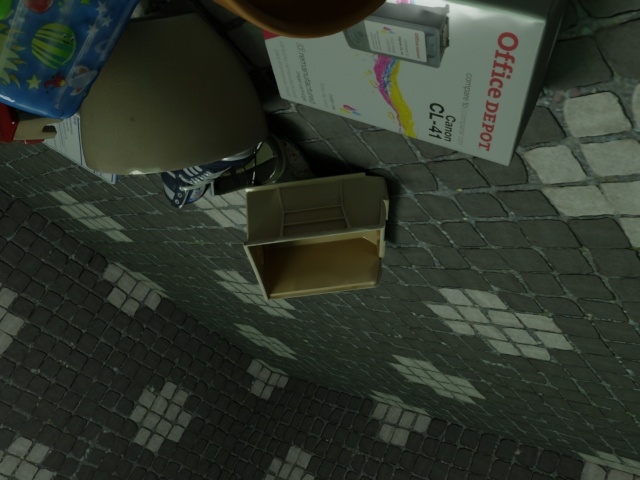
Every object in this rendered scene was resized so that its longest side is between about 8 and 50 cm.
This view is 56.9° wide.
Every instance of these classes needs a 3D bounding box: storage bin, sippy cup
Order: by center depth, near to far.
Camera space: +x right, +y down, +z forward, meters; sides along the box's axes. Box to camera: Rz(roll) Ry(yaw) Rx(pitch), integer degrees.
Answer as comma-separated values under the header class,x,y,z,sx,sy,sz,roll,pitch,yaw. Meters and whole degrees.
class,x,y,z,sx,sy,sz,roll,pitch,yaw
sippy cup,-0.336,-0.272,0.689,0.240,0.224,0.305,25,-173,20
storage bin,0.000,0.000,1.142,0.260,0.123,0.262,-7,153,1

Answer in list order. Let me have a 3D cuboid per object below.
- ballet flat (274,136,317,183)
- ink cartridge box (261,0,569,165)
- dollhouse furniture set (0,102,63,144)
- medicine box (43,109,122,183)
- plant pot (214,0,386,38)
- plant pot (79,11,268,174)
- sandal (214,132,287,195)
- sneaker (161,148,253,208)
class,x,y,z,sx,sy,sz,roll,pitch,yaw
ballet flat,-0.047,-0.100,1.168,0.091,0.077,0.241,17,155,30
ink cartridge box,0.093,-0.231,0.646,0.306,0.131,0.226,22,157,18
dollhouse furniture set,-0.531,-0.300,0.889,0.201,0.152,0.374,-31,76,51
medicine box,-0.496,-0.282,1.189,0.289,0.149,0.263,31,158,-11
plant pot,-0.052,-0.327,0.443,0.203,0.291,0.291,34,164,32
plant pot,-0.234,-0.236,0.890,0.284,0.284,0.191,11,121,36
sandal,-0.156,-0.154,1.144,0.302,0.086,0.120,6,117,44
sneaker,-0.208,-0.127,1.064,0.282,0.099,0.153,20,122,46
